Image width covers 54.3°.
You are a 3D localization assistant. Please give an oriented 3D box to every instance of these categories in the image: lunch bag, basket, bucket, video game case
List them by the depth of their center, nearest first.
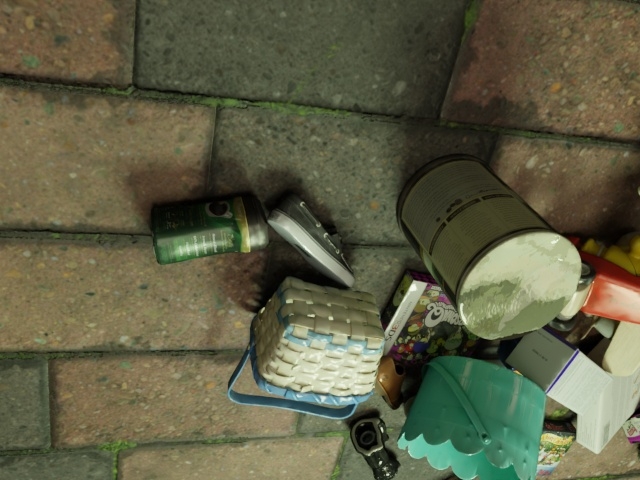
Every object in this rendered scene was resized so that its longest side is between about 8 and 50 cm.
[{"bbox_3d":[-0.014,0.218,1.144,0.255,0.201,0.288,13,121,-17],"label":"basket"},{"bbox_3d":[0.302,0.358,1.227,0.281,0.281,0.183,40,61,-32],"label":"bucket"},{"bbox_3d":[0.235,0.172,1.284,0.232,0.041,0.210,13,119,-23],"label":"video game case"},{"bbox_3d":[0.438,0.241,1.371,0.065,0.067,0.098,-5,122,-13],"label":"lunch bag"}]

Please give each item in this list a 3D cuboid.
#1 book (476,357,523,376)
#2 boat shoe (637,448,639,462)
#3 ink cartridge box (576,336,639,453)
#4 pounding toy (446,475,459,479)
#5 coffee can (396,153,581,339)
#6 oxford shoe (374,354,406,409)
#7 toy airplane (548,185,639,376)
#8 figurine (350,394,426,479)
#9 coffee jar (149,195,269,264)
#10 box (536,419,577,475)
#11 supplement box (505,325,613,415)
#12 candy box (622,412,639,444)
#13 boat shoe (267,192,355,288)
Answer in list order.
[{"bbox_3d":[0.399,0.315,1.429,0.144,0.035,0.096,2,124,-17],"label":"book"},{"bbox_3d":[1.017,0.533,1.695,0.320,0.116,0.099,-31,129,10],"label":"boat shoe"},{"bbox_3d":[0.727,0.336,1.517,0.261,0.066,0.296,-33,129,-26],"label":"ink cartridge box"},{"bbox_3d":[0.355,0.659,1.603,0.206,0.094,0.181,-30,120,-7],"label":"pounding toy"},{"bbox_3d":[0.267,0.002,1.044,0.202,0.275,0.201,-7,123,-11],"label":"coffee can"},{"bbox_3d":[0.149,0.294,1.293,0.076,0.076,0.212,-36,148,-3],"label":"oxford shoe"},{"bbox_3d":[0.643,0.079,1.205,0.386,0.272,0.384,-30,108,37],"label":"toy airplane"},{"bbox_3d":[0.196,0.468,1.443,0.215,0.092,0.209,-24,133,-1],"label":"figurine"},{"bbox_3d":[-0.178,-0.019,1.011,0.185,0.096,0.079,-8,126,-10],"label":"coffee jar"},{"bbox_3d":[0.521,0.525,1.588,0.233,0.044,0.159,11,118,-22],"label":"box"},{"bbox_3d":[0.504,0.272,1.311,0.220,0.111,0.113,31,96,-41],"label":"supplement box"},{"bbox_3d":[0.914,0.446,1.592,0.234,0.071,0.159,-16,160,-6],"label":"candy box"},{"bbox_3d":[0.000,0.000,1.095,0.228,0.080,0.076,43,75,-33],"label":"boat shoe"}]
